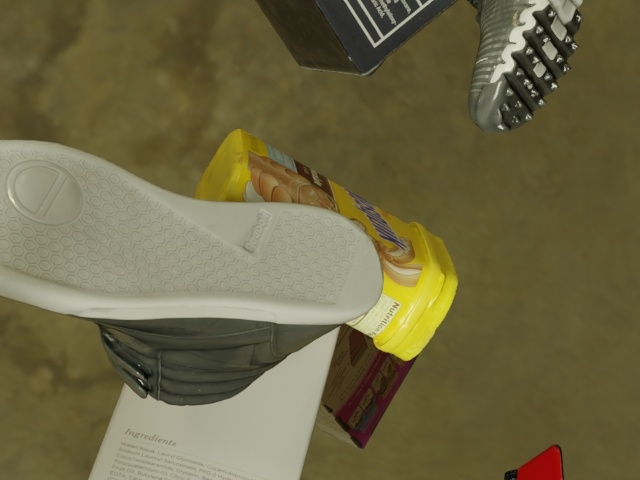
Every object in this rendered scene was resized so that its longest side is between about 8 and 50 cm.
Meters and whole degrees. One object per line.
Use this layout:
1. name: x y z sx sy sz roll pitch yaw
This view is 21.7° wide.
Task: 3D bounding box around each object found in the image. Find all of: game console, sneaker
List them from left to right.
1. sneaker: -0.123 0.032 0.962 0.147 0.295 0.104 -46 43 46
2. sneaker: 0.143 -0.187 1.236 0.106 0.078 0.234 13 74 33
3. game console: 0.248 0.314 1.797 0.085 0.124 0.144 -17 51 24

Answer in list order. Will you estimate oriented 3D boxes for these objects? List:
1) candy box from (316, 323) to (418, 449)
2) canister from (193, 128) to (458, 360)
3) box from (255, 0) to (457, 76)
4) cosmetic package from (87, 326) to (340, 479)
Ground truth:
1. candy box: 0.022 0.120 1.940 0.071 0.233 0.159 20 69 33
2. canister: 0.000 0.000 1.140 0.170 0.126 0.073 29 105 -14
3. box: 0.041 -0.367 1.645 0.294 0.296 0.183 -39 21 -12
4. cosmetic package: -0.095 0.183 1.279 0.155 0.197 0.365 17 45 0
